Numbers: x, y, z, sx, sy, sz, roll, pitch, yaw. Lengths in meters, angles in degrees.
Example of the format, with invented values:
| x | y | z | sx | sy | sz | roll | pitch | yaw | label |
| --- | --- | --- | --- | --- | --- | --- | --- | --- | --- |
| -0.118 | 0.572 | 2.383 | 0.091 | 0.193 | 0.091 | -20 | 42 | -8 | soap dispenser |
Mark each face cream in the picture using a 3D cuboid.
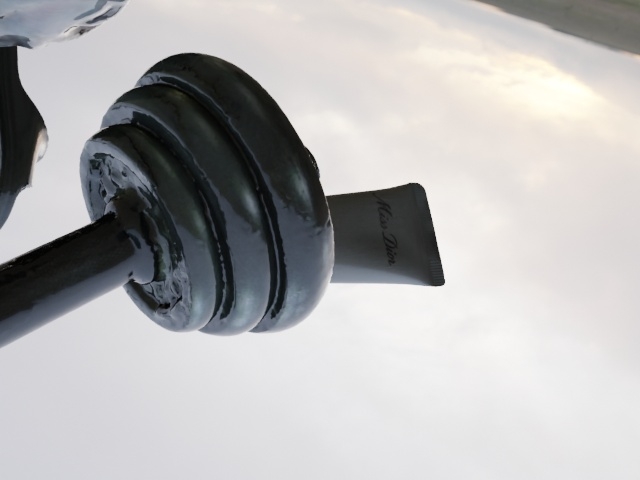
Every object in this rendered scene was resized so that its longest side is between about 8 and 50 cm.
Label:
| x | y | z | sx | sy | sz | roll | pitch | yaw | label |
| --- | --- | --- | --- | --- | --- | --- | --- | --- | --- |
| 0.000 | 0.000 | 1.057 | 0.314 | 0.089 | 0.143 | -3 | -112 | -24 | face cream |

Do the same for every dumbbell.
| x | y | z | sx | sy | sz | roll | pitch | yaw | label |
| --- | --- | --- | --- | --- | --- | --- | --- | --- | --- |
| -0.162 | 0.033 | 0.442 | 0.406 | 0.179 | 0.179 | -29 | -137 | -32 | dumbbell |

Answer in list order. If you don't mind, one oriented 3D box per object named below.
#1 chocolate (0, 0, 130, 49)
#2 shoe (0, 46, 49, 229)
| x | y | z | sx | sy | sz | roll | pitch | yaw | label |
| --- | --- | --- | --- | --- | --- | --- | --- | --- | --- |
| -0.223 | -0.270 | 0.681 | 0.213 | 0.303 | 0.303 | 62 | -152 | 5 | chocolate |
| -0.332 | -0.111 | 0.920 | 0.108 | 0.241 | 0.093 | -15 | 162 | 29 | shoe |
